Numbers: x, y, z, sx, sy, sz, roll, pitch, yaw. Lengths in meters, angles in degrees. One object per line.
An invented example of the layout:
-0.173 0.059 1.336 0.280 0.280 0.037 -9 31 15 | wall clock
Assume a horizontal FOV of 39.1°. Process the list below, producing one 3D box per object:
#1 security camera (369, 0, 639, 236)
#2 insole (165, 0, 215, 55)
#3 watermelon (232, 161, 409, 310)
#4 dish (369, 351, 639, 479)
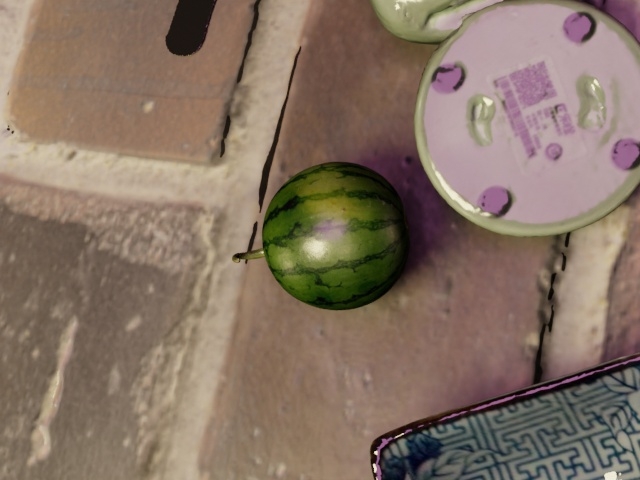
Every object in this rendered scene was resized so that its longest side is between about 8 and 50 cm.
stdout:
0.117 -0.146 0.611 0.157 0.080 0.301 -21 81 7 | security camera
-0.092 -0.209 0.721 0.045 0.002 0.135 12 80 20 | insole
0.007 -0.002 0.593 0.109 0.109 0.109 -4 75 15 | watermelon
0.150 0.202 0.505 0.182 0.080 0.243 -20 75 11 | dish
